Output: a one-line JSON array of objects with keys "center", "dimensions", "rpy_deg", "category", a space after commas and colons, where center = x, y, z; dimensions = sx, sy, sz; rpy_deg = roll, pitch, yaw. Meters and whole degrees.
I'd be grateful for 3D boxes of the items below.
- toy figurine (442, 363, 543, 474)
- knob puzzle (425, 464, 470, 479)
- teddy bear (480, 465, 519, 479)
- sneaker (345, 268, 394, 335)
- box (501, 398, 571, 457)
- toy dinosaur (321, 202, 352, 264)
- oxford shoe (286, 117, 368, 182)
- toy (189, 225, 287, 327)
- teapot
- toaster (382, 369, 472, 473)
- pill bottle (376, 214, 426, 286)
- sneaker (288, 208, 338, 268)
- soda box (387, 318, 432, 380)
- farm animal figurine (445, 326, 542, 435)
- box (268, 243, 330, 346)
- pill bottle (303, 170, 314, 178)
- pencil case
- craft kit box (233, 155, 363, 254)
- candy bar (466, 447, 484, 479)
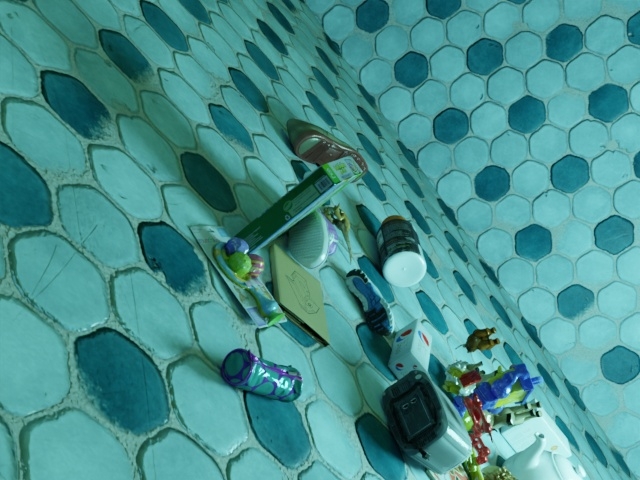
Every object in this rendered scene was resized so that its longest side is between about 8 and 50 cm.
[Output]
[{"center": [0.415, 0.381, 1.807], "dimensions": [0.362, 0.217, 0.191], "rpy_deg": [86, -19, -59], "category": "toy figurine"}, {"center": [0.310, 0.540, 1.799], "dimensions": [0.213, 0.030, 0.213], "rpy_deg": [46, 20, -22], "category": "knob puzzle"}, {"center": [0.488, 0.669, 1.866], "dimensions": [0.338, 0.113, 0.245], "rpy_deg": [47, 3, 28], "category": "teddy bear"}, {"center": [0.138, 0.157, 2.003], "dimensions": [0.190, 0.071, 0.083], "rpy_deg": [62, 15, 23], "category": "sneaker"}, {"center": [0.634, 0.580, 2.341], "dimensions": [0.170, 0.130, 0.091], "rpy_deg": [52, 18, -8], "category": "box"}, {"center": [0.062, -0.043, 2.176], "dimensions": [0.112, 0.064, 0.211], "rpy_deg": [45, 21, -28], "category": "toy dinosaur"}, {"center": [0.026, -0.281, 2.423], "dimensions": [0.348, 0.123, 0.130], "rpy_deg": [30, 24, -52], "category": "oxford shoe"}, {"center": [-0.141, 0.055, 1.531], "dimensions": [0.237, 0.056, 0.137], "rpy_deg": [58, 18, 11], "category": "toy"}, {"center": [0.614, 0.652, 2.083], "dimensions": [0.256, 0.187, 0.252], "rpy_deg": [26, 33, -56], "category": "teapot"}, {"center": [0.235, 0.400, 1.705], "dimensions": [0.146, 0.129, 0.227], "rpy_deg": [43, 14, -35], "category": "toaster"}, {"center": [0.236, 0.020, 2.373], "dimensions": [0.130, 0.130, 0.245], "rpy_deg": [44, 21, -26], "category": "pill bottle"}, {"center": [0.001, -0.001, 1.889], "dimensions": [0.161, 0.102, 0.282], "rpy_deg": [46, 16, -32], "category": "sneaker"}, {"center": [0.228, 0.278, 1.990], "dimensions": [0.069, 0.074, 0.216], "rpy_deg": [51, 19, -7], "category": "soda box"}, {"center": [0.442, 0.419, 2.143], "dimensions": [0.330, 0.172, 0.327], "rpy_deg": [59, 30, -9], "category": "farm animal figurine"}, {"center": [-0.046, 0.116, 1.706], "dimensions": [0.164, 0.021, 0.201], "rpy_deg": [42, 21, -31], "category": "box"}, {"center": [-0.014, -0.171, 2.246], "dimensions": [0.083, 0.043, 0.043], "rpy_deg": [18, 39, -59], "category": "pill bottle"}, {"center": [-0.094, 0.226, 1.325], "dimensions": [0.152, 0.070, 0.064], "rpy_deg": [30, 30, -48], "category": "pencil case"}, {"center": [-0.042, -0.079, 1.702], "dimensions": [0.061, 0.250, 0.247], "rpy_deg": [54, 18, 4], "category": "craft kit box"}, {"center": [0.372, 0.557, 1.889], "dimensions": [0.018, 0.040, 0.161], "rpy_deg": [18, 26, -15], "category": "candy bar"}]
